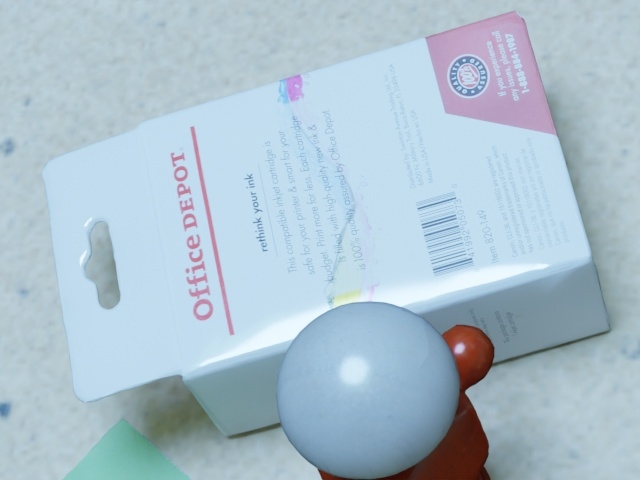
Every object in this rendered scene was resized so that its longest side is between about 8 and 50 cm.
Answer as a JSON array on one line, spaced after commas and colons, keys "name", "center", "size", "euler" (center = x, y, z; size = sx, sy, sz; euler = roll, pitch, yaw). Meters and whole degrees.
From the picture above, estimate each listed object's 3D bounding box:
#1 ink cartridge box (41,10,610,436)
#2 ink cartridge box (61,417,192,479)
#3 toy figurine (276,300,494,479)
[{"name": "ink cartridge box", "center": [0.000, 0.000, 0.762], "size": [0.198, 0.067, 0.115], "euler": [-15, 61, 7]}, {"name": "ink cartridge box", "center": [-0.108, 0.189, 0.708], "size": [0.171, 0.056, 0.235], "euler": [38, 81, 28]}, {"name": "toy figurine", "center": [0.099, 0.107, 0.630], "size": [0.213, 0.148, 0.210], "euler": [-12, 62, 8]}]
